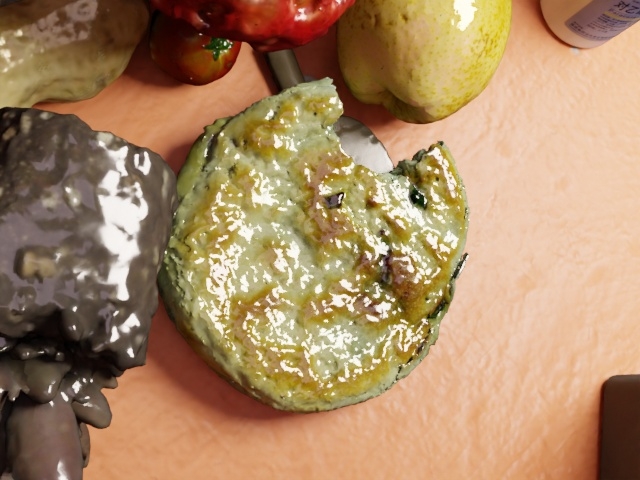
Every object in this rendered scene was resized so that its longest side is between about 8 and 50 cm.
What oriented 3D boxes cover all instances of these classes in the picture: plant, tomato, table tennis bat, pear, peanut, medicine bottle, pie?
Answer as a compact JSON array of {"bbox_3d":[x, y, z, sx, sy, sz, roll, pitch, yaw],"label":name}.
[{"bbox_3d":[-0.230,0.069,0.547,0.194,0.181,0.321,20,76,-20],"label":"plant"},{"bbox_3d":[-0.117,-0.185,0.676,0.075,0.087,0.087,24,72,27],"label":"tomato"},{"bbox_3d":[-0.001,-0.087,0.722,0.131,0.022,0.234,-22,89,-16],"label":"table tennis bat"},{"bbox_3d":[0.094,-0.198,0.700,0.178,0.178,0.178,2,80,-15],"label":"pear"},{"bbox_3d":[-0.243,-0.151,0.623,0.229,0.098,0.103,-36,104,-15],"label":"peanut"},{"bbox_3d":[0.312,-0.276,0.747,0.102,0.186,0.103,3,80,-15],"label":"medicine bottle"},{"bbox_3d":[-0.004,0.007,0.670,0.302,0.067,0.302,1,85,-15],"label":"pie"}]

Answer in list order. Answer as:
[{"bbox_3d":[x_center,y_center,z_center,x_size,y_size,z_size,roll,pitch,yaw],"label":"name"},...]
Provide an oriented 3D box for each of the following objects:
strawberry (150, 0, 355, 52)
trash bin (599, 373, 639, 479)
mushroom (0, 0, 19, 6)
[{"bbox_3d":[-0.068,-0.312,0.572,0.317,0.295,0.345,21,41,-49],"label":"strawberry"},{"bbox_3d":[0.352,0.202,0.654,0.101,0.236,0.177,8,79,-14],"label":"trash bin"},{"bbox_3d":[-0.336,-0.190,0.626,0.209,0.071,0.084,-31,48,-22],"label":"mushroom"}]
